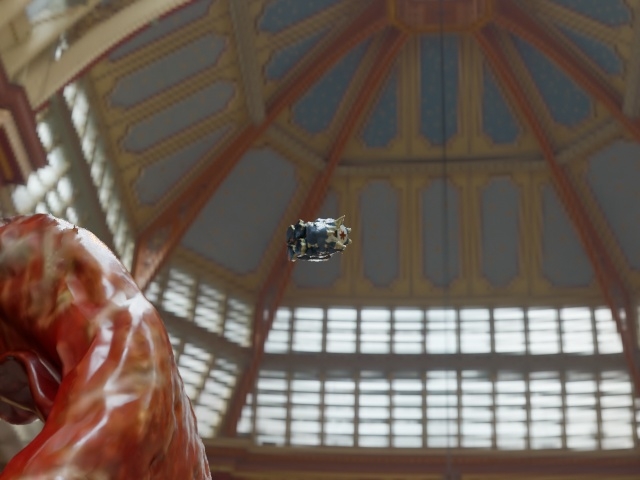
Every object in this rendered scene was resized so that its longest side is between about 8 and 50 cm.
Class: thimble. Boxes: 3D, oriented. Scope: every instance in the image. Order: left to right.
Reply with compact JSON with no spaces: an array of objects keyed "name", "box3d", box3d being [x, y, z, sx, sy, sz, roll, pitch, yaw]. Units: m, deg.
[{"name":"thimble","box3d":[-0.243,0.166,0.901,0.350,0.350,0.230,-5,-44,10]}]

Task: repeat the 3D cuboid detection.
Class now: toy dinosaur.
[{"name":"toy dinosaur","box3d":[0.000,0.000,1.068,0.047,0.030,0.083,0,-10,-16]}]
